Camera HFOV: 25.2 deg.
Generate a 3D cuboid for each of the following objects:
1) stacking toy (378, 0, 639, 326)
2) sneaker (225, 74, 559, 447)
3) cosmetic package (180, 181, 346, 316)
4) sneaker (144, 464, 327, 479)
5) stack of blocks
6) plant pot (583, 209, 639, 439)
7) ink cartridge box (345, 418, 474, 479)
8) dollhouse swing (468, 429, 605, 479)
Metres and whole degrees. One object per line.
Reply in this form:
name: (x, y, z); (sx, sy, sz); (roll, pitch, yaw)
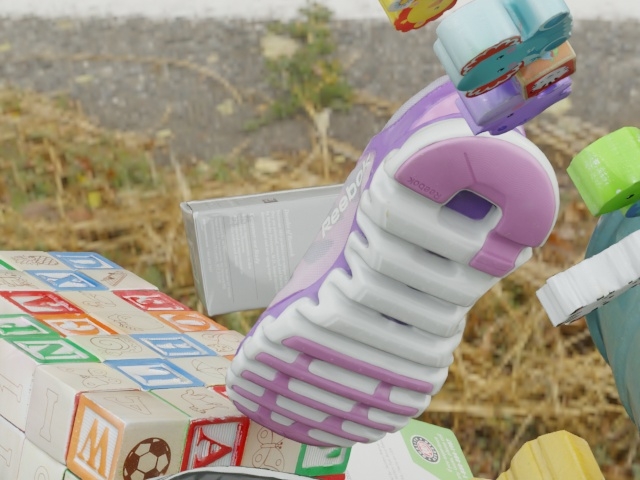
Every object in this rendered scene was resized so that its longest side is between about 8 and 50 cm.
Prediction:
stacking toy: (0.064, -0.063, 0.513); (0.052, 0.221, 0.167); (-29, 76, 4)
sneaker: (0.034, 0.009, 0.710); (0.095, 0.236, 0.104); (24, 38, -15)
cosmetic package: (0.000, 0.000, 1.318); (0.238, 0.107, 0.127); (-11, 7, -10)
sneaker: (0.081, 0.247, 0.528); (0.447, 0.257, 0.169); (39, 71, 1)
stack of blocks: (-0.141, 0.091, 0.889); (0.171, 0.087, 0.297); (2, 16, -42)
plant pot: (0.352, 0.136, 0.924); (0.341, 0.341, 0.334); (0, 43, 5)
ink cartridge box: (-0.034, 0.219, 1.147); (0.354, 0.119, 0.207); (19, 27, -26)
dollhouse swing: (0.074, 0.303, 1.126); (0.315, 0.346, 0.305); (20, 24, -32)
